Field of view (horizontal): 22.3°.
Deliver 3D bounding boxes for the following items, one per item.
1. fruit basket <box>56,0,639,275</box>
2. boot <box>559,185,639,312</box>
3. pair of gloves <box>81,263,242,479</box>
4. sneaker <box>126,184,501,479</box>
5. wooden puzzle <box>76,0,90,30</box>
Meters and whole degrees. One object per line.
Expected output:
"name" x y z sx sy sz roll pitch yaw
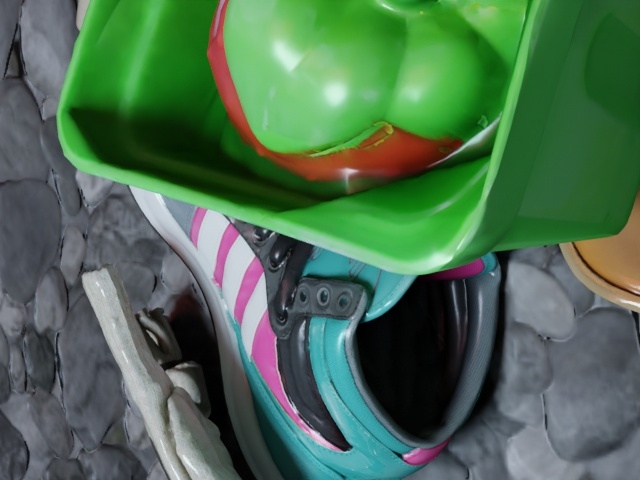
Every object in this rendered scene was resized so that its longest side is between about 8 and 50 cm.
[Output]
"fruit basket" 0.015 -0.182 0.610 0.283 0.392 0.392 18 110 41
"boot" 0.154 -0.053 0.752 0.197 0.073 0.152 30 111 31
"pair of gloves" -0.072 0.118 0.940 0.240 0.042 0.204 89 156 -77
"sneaker" 0.000 0.000 0.864 0.178 0.124 0.295 -17 97 49
"wooden puzzle" -0.068 -0.204 0.958 0.238 0.044 0.221 26 115 39
